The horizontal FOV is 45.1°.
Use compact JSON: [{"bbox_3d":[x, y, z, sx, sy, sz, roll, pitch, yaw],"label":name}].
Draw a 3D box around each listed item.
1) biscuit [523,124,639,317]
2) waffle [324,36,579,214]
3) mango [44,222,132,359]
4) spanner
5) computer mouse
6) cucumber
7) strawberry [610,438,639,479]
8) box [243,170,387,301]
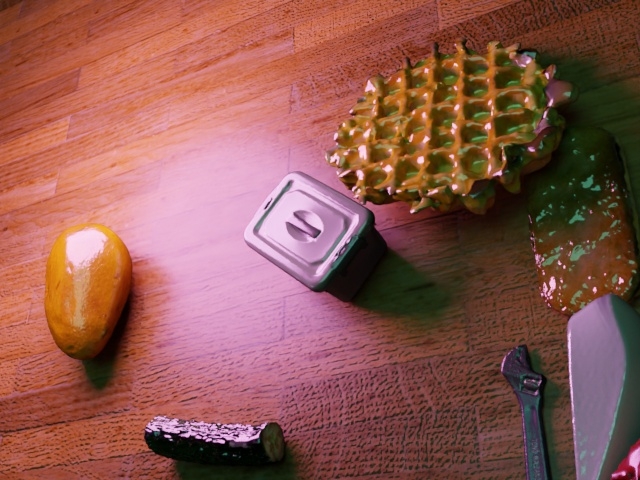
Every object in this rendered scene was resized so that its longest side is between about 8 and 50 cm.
[{"bbox_3d":[0.295,-0.027,0.872,0.118,0.029,0.247,-17,56,31],"label":"biscuit"},{"bbox_3d":[0.161,-0.140,0.973,0.329,0.062,0.329,-16,46,17],"label":"waffle"},{"bbox_3d":[-0.351,0.072,1.162,0.147,0.109,0.227,-24,54,15],"label":"mango"},{"bbox_3d":[0.217,0.206,0.796,0.046,0.012,0.209,-14,58,25],"label":"spanner"},{"bbox_3d":[0.278,0.159,0.712,0.079,0.128,0.231,-11,59,33],"label":"computer mouse"},{"bbox_3d":[-0.131,0.251,0.961,0.187,0.058,0.058,-4,62,28],"label":"cucumber"},{"bbox_3d":[0.360,0.232,0.578,0.261,0.257,0.261,5,99,37],"label":"strawberry"},{"bbox_3d":[0.000,0.000,0.997,0.172,0.093,0.124,34,85,40],"label":"box"}]
